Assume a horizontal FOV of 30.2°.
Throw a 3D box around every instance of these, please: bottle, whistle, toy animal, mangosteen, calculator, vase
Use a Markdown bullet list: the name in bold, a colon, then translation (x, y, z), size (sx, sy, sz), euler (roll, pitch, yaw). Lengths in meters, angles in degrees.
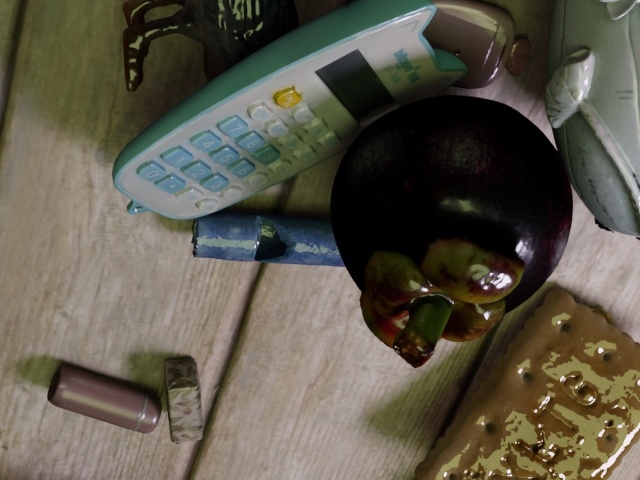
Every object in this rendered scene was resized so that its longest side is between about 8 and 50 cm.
- **bottle**: translation (-0.271, 0.202, 1.501), size (0.140, 0.053, 0.053), euler (21, 117, -22)
- **whistle**: translation (0.000, 0.000, 1.412), size (0.304, 0.062, 0.062), euler (4, 122, -12)
- **toy animal**: translation (-0.109, -0.224, 1.209), size (0.185, 0.122, 0.298), euler (-1, 131, -4)
- **mangosteen**: translation (0.129, -0.002, 1.257), size (0.275, 0.302, 0.275), euler (12, 147, 8)
- **calculator**: translation (0.158, -0.218, 1.316), size (0.165, 0.024, 0.103), euler (10, 121, -14)
- **calculator**: translation (-0.041, -0.127, 1.238), size (0.386, 0.054, 0.256), euler (-31, 161, 9)
- **vase**: translation (0.327, -0.234, 1.208), size (0.249, 0.250, 0.445), euler (-18, 116, 2)

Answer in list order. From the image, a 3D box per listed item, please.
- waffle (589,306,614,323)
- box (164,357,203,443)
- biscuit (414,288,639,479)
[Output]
- **waffle**: translation (0.351, 0.124, 1.582), size (0.085, 0.016, 0.078), euler (-9, 120, -5)
- **box**: translation (-0.174, 0.204, 1.514), size (0.045, 0.062, 0.098), euler (-6, 123, -7)
- **biscuit**: translation (0.294, 0.246, 1.543), size (0.217, 0.044, 0.325), euler (37, 95, -2)
